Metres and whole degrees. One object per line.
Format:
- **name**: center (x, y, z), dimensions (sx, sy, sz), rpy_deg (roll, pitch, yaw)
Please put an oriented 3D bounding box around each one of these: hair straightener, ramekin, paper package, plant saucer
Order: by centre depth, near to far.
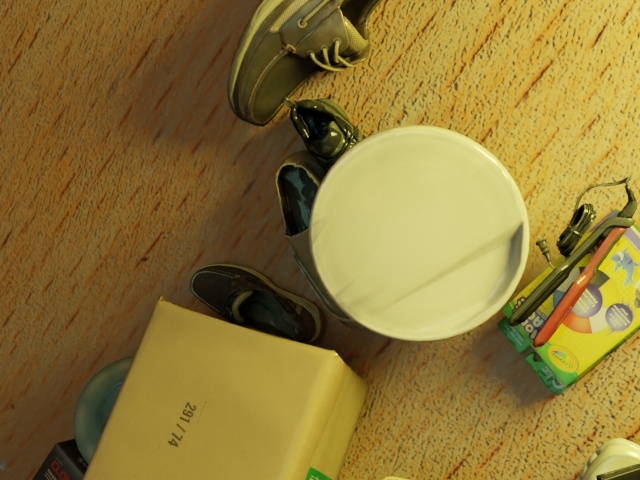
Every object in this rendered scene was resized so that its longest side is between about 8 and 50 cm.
- **hair straightener**: center (0.296, 0.014, 1.319), dimensions (0.089, 0.047, 0.230), rpy_deg (39, 106, 26)
- **ramekin**: center (0.124, -0.019, 1.378), dimensions (0.272, 0.127, 0.273), rpy_deg (2, 107, 7)
- **paper package**: center (-0.129, 0.279, 1.476), dimensions (0.309, 0.168, 0.325), rpy_deg (13, 74, 29)
- **plant saucer**: center (-0.280, 0.263, 1.637), dimensions (0.194, 0.037, 0.195), rpy_deg (-2, 70, 5)

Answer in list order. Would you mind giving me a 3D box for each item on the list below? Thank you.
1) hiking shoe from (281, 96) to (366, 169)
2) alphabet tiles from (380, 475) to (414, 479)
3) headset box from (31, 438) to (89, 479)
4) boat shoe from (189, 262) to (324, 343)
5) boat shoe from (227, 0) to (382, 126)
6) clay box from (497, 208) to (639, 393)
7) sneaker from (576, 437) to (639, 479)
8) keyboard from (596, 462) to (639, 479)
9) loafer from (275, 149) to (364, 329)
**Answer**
- **hiking shoe**: center (0.036, -0.109, 1.473), dimensions (0.227, 0.114, 0.086), rpy_deg (42, 109, 21)
- **alphabet tiles**: center (0.112, 0.449, 1.410), dimensions (0.277, 0.021, 0.284), rpy_deg (12, 97, -6)
- **headset box**: center (-0.365, 0.460, 1.693), dimensions (0.218, 0.110, 0.293), rpy_deg (43, 109, 21)
- **boat shoe**: center (-0.102, 0.089, 1.571), dimensions (0.223, 0.073, 0.080), rpy_deg (22, 100, 25)
- **boat shoe**: center (0.002, -0.294, 1.481), dimensions (0.130, 0.132, 0.355), rpy_deg (42, 110, 21)
- **clay box**: center (0.328, 0.081, 1.357), dimensions (0.222, 0.053, 0.127), rpy_deg (-45, 70, 20)
- **sneaker**: center (0.336, 0.383, 1.313), dimensions (0.110, 0.118, 0.292), rpy_deg (17, 99, 13)
- **keyboard**: center (0.350, 0.355, 1.260), dimensions (0.023, 0.108, 0.180), rpy_deg (-10, 89, 62)
- **loafer**: center (0.000, 0.000, 1.506), dimensions (0.102, 0.092, 0.269), rpy_deg (-31, 77, 25)
